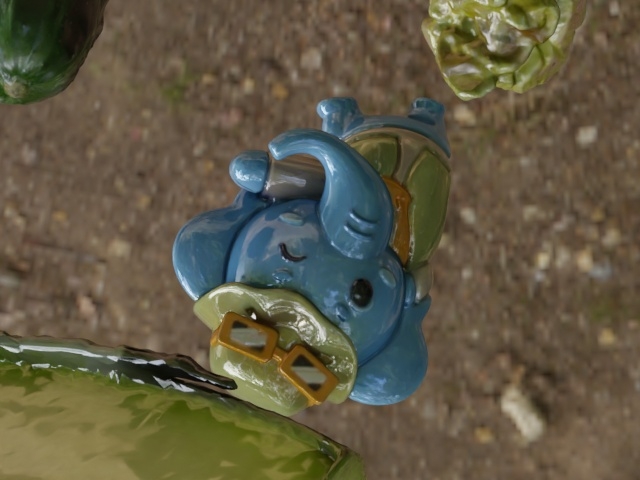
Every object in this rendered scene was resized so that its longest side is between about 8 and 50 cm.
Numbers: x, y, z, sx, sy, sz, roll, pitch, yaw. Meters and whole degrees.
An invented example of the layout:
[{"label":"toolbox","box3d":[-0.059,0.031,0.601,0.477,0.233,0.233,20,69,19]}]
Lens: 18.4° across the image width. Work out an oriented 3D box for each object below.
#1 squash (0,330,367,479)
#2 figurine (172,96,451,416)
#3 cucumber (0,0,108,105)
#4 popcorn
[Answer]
[{"label":"squash","box3d":[-0.176,0.120,0.691,0.309,0.233,0.210,27,141,14]},{"label":"figurine","box3d":[0.000,0.001,1.437,0.180,0.262,0.154,28,159,-35]},{"label":"cucumber","box3d":[-0.111,-0.154,0.785,0.074,0.241,0.074,-3,144,-2]},{"label":"popcorn","box3d":[0.126,-0.144,1.318,0.109,0.089,0.097,-29,112,10]}]
